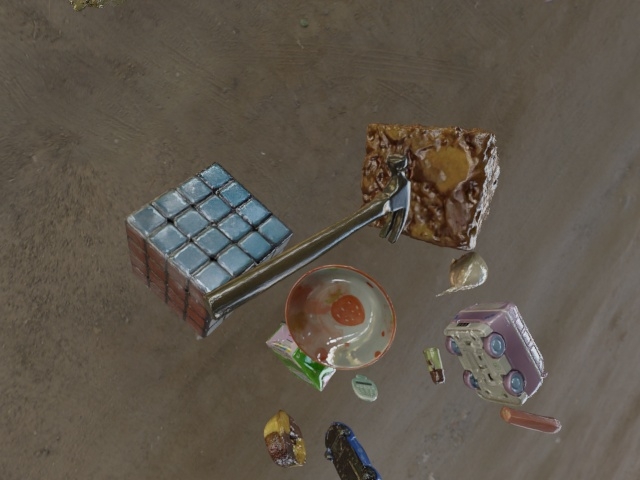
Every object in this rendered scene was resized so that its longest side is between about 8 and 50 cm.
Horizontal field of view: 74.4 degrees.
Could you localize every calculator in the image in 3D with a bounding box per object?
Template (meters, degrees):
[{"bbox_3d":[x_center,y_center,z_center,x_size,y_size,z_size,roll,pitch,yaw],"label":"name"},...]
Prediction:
[{"bbox_3d":[0.166,0.555,1.592,0.095,0.153,0.021,11,102,-8],"label":"calculator"}]

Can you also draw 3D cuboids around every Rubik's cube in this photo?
[{"bbox_3d":[-0.348,0.032,1.306,0.344,0.343,0.337,41,55,4],"label":"Rubik's cube"}]

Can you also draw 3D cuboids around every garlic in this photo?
[{"bbox_3d":[0.422,0.103,1.244,0.090,0.129,0.198,58,36,-10],"label":"garlic"}]

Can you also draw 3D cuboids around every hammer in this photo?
[{"bbox_3d":[0.000,0.000,0.723,0.440,0.044,0.168,-30,129,-28],"label":"hammer"}]

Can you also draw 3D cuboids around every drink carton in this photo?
[{"bbox_3d":[-0.070,0.437,1.592,0.108,0.161,0.271,-51,133,-24],"label":"drink carton"}]

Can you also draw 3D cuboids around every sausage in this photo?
[{"bbox_3d":[0.429,0.368,0.863,0.147,0.030,0.035,17,103,-15],"label":"sausage"}]

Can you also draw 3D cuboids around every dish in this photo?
[{"bbox_3d":[0.052,0.171,1.008,0.260,0.085,0.260,4,105,14],"label":"dish"}]

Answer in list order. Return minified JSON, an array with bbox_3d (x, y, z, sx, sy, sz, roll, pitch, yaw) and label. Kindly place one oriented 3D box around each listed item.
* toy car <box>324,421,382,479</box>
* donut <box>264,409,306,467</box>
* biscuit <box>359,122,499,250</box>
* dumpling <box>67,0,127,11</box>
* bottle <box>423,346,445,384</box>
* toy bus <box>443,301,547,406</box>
[{"bbox_3d":[0.078,0.543,1.034,0.063,0.216,0.103,13,112,-32],"label":"toy car"},{"bbox_3d":[-0.110,0.613,1.292,0.073,0.166,0.184,-28,146,5],"label":"donut"},{"bbox_3d":[0.311,-0.173,1.258,0.166,0.395,0.342,-13,115,-47],"label":"biscuit"},{"bbox_3d":[-0.435,-0.561,0.897,0.086,0.166,0.332,51,45,-46],"label":"dumpling"},{"bbox_3d":[0.325,0.358,1.201,0.063,0.047,0.101,13,54,-33],"label":"bottle"},{"bbox_3d":[0.391,0.248,0.937,0.142,0.142,0.202,-31,95,-31],"label":"toy bus"}]
